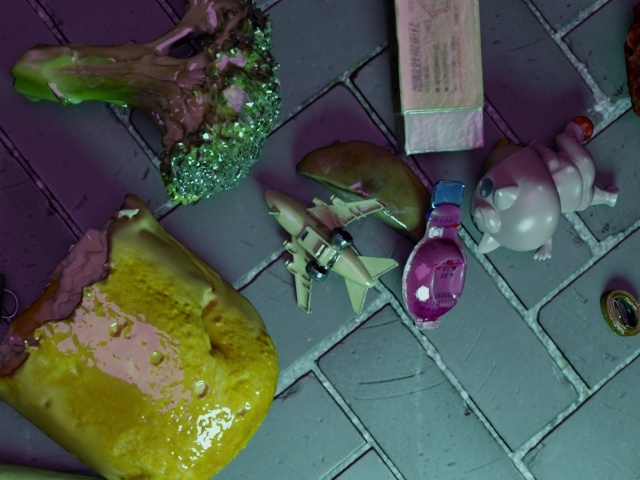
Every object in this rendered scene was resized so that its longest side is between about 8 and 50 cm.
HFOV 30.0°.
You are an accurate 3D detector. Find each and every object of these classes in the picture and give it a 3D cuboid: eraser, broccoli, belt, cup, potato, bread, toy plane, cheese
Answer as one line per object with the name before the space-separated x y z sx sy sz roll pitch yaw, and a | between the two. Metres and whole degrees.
eraser | 0.185 -0.314 1.932 0.144 0.078 0.343 -4 96 -8
broccoli | -0.250 -0.206 1.817 0.397 0.275 0.353 -14 43 -15
belt | 0.503 0.119 1.985 0.059 0.036 0.083 -29 91 -10
cup | -0.512 0.086 1.832 0.100 0.078 0.077 11 80 -17
potato | 0.099 -0.095 1.914 0.261 0.100 0.120 31 83 -5
bread | -0.259 0.175 1.769 0.394 0.250 0.361 40 82 -3
toy plane | 0.000 0.000 1.886 0.244 0.092 0.229 39 112 8
cheese | 0.186 0.024 1.908 0.155 0.062 0.244 -2 103 -45

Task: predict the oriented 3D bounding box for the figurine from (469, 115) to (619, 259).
figurine | 0.351 -0.086 1.942 0.287 0.176 0.186 -28 47 -24

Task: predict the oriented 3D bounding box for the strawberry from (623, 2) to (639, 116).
strawberry | 0.630 -0.309 1.945 0.274 0.220 0.274 1 84 -12

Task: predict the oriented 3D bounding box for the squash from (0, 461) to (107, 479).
squash | -0.445 0.396 1.798 0.370 0.118 0.118 7 85 -11
